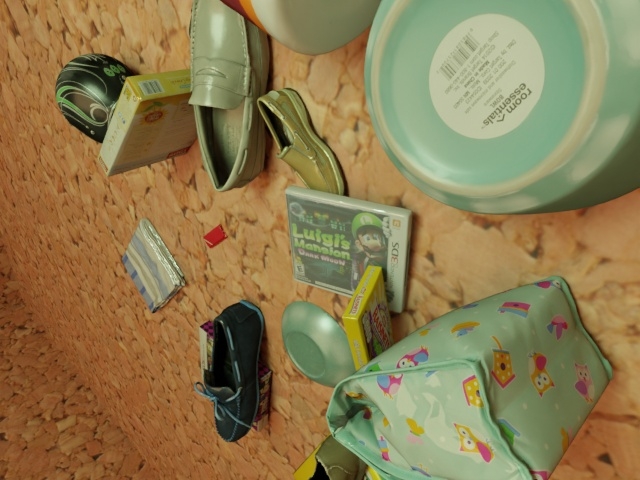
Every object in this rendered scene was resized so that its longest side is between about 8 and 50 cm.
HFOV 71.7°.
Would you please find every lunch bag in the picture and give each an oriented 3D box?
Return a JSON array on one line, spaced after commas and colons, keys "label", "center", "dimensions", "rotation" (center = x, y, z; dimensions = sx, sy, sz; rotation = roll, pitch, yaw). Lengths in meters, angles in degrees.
[{"label": "lunch bag", "center": [0.155, 0.171, 0.523], "dimensions": [0.262, 0.223, 0.160], "rotation": [-33, 81, 49]}]

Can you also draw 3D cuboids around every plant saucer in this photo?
[{"label": "plant saucer", "center": [-0.018, 0.211, 0.856], "dimensions": [0.195, 0.037, 0.195], "rotation": [22, 125, 35]}]

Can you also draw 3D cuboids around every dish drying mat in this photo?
[{"label": "dish drying mat", "center": [-0.230, -0.008, 0.961], "dimensions": [0.083, 0.008, 0.032], "rotation": [-27, 92, 49]}]

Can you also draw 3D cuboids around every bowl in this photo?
[{"label": "bowl", "center": [0.160, -0.146, 0.386], "dimensions": [0.311, 0.163, 0.312], "rotation": [24, 127, 35]}]

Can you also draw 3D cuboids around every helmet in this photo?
[{"label": "helmet", "center": [-0.448, -0.292, 0.901], "dimensions": [0.161, 0.169, 0.169], "rotation": [34, 134, 5]}]

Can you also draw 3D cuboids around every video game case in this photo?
[{"label": "video game case", "center": [0.038, 0.014, 0.660], "dimensions": [0.190, 0.022, 0.173], "rotation": [15, 128, 25]}, {"label": "video game case", "center": [-0.220, 0.343, 1.123], "dimensions": [0.232, 0.042, 0.210], "rotation": [30, 130, 29]}]

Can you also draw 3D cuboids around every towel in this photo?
[{"label": "towel", "center": [-0.477, 0.081, 1.235], "dimensions": [0.285, 0.034, 0.209], "rotation": [-36, 85, 49]}]

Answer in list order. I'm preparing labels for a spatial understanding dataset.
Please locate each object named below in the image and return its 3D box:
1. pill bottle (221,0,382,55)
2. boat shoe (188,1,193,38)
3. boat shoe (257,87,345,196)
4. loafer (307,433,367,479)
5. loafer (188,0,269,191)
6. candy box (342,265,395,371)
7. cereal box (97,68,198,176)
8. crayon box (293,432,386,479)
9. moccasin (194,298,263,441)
[{"label": "pill bottle", "center": [-0.102, -0.387, 0.460], "dimensions": [0.392, 0.224, 0.224], "rotation": [42, 135, 20]}, {"label": "boat shoe", "center": [-0.179, -0.361, 0.687], "dimensions": [0.142, 0.040, 0.049], "rotation": [-32, 88, 48]}, {"label": "boat shoe", "center": [-0.035, -0.130, 0.652], "dimensions": [0.068, 0.072, 0.190], "rotation": [-32, 89, 48]}, {"label": "loafer", "center": [0.012, 0.415, 0.732], "dimensions": [0.094, 0.087, 0.251], "rotation": [30, 124, 46]}, {"label": "loafer", "center": [-0.139, -0.225, 0.658], "dimensions": [0.112, 0.111, 0.320], "rotation": [8, 122, 17]}, {"label": "candy box", "center": [0.078, 0.148, 0.645], "dimensions": [0.027, 0.105, 0.206], "rotation": [2, 128, 25]}, {"label": "cereal box", "center": [-0.278, -0.205, 0.773], "dimensions": [0.240, 0.173, 0.047], "rotation": [-31, 89, 48]}, {"label": "crayon box", "center": [0.119, 0.517, 0.791], "dimensions": [0.363, 0.106, 0.313], "rotation": [54, 139, 27]}, {"label": "moccasin", "center": [-0.214, 0.296, 0.980], "dimensions": [0.137, 0.116, 0.342], "rotation": [13, 106, 35]}]
